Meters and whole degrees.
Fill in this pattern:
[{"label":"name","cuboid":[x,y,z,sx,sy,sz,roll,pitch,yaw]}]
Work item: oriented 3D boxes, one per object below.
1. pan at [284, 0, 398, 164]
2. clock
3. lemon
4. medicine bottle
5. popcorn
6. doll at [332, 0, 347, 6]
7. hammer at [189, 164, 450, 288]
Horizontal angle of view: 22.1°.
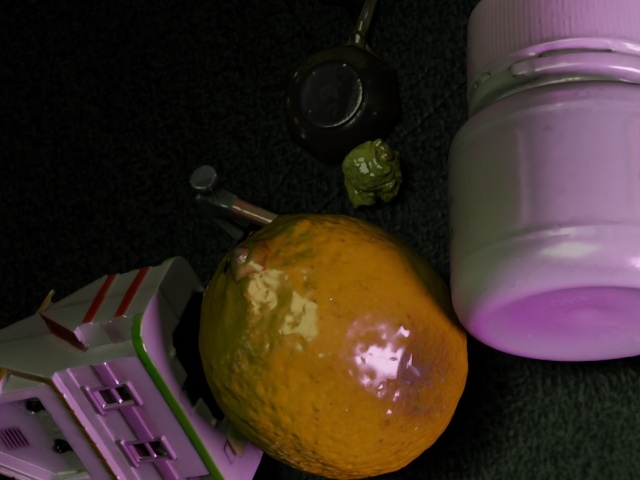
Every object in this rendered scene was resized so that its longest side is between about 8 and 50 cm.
[{"label":"pan","cuboid":[0.013,-0.188,1.784,0.128,0.048,0.202,-11,74,17]},{"label":"clock","cuboid":[-0.241,0.159,1.702,0.309,0.235,0.166,-12,32,25]},{"label":"lemon","cuboid":[0.008,0.101,1.585,0.253,0.310,0.254,-23,47,27]},{"label":"medicine bottle","cuboid":[0.248,-0.070,1.556,0.256,0.256,0.325,-7,64,19]},{"label":"popcorn","cuboid":[0.050,-0.072,1.739,0.083,0.068,0.060,-55,32,41]},{"label":"doll","cuboid":[-0.032,-0.332,1.830,0.195,0.070,0.096,37,62,22]},{"label":"hammer","cuboid":[0.000,-0.001,1.724,0.287,0.111,0.033,21,70,15]}]
